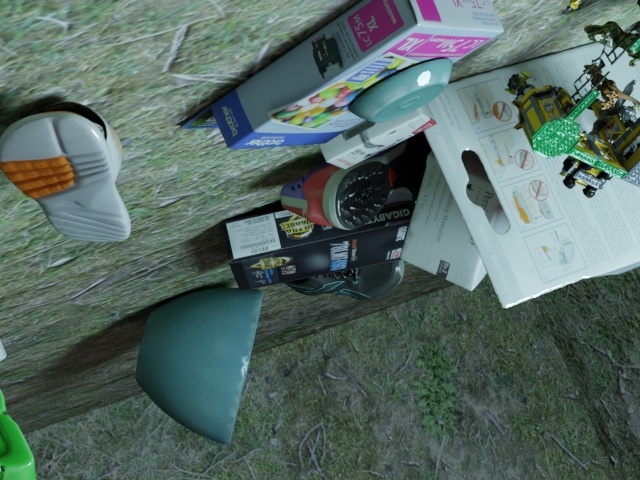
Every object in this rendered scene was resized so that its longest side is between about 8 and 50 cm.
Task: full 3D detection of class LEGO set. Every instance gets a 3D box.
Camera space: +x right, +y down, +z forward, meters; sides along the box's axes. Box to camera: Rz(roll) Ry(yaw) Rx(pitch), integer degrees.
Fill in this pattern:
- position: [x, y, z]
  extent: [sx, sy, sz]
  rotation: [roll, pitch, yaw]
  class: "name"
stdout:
- position: [0.378, -0.234, 1.620]
  extent: [0.255, 0.192, 0.331]
  rotation: [14, 129, -26]
  class: "LEGO set"

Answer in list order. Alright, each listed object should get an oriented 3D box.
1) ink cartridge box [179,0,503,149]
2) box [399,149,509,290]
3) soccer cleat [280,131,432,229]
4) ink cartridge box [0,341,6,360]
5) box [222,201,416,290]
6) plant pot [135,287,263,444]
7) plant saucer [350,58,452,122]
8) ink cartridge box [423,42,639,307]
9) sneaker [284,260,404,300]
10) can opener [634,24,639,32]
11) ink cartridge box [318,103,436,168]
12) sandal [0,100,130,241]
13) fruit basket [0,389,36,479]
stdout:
- position: [0.021, -0.169, 1.400]
  extent: [0.311, 0.065, 0.186]
  rotation: [-27, 170, 33]
  class: "ink cartridge box"
- position: [0.216, -0.060, 1.881]
  extent: [0.182, 0.119, 0.181]
  rotation: [-44, 153, -51]
  class: "box"
- position: [0.074, -0.095, 1.891]
  extent: [0.116, 0.108, 0.318]
  rotation: [8, -158, 35]
  class: "soccer cleat"
- position: [-0.557, 0.173, 1.830]
  extent: [0.160, 0.092, 0.219]
  rotation: [-15, 167, -44]
  class: "ink cartridge box"
- position: [0.000, 0.000, 2.112]
  extent: [0.293, 0.073, 0.295]
  rotation: [-10, 169, -3]
  class: "box"
- position: [-0.229, 0.213, 2.442]
  extent: [0.195, 0.290, 0.290]
  rotation: [12, 168, -2]
  class: "plant pot"
- position: [0.090, -0.153, 1.402]
  extent: [0.119, 0.021, 0.119]
  rotation: [-24, 172, -4]
  class: "plant saucer"
- position: [0.319, -0.090, 1.791]
  extent: [0.385, 0.308, 0.091]
  rotation: [-18, 169, -27]
  class: "ink cartridge box"
- position: [0.031, 0.062, 2.496]
  extent: [0.267, 0.101, 0.106]
  rotation: [-8, 166, 34]
  class: "sneaker"
- position: [0.524, -0.301, 1.863]
  extent: [0.186, 0.059, 0.073]
  rotation: [-20, 171, -18]
  class: "can opener"
- position: [0.066, -0.144, 1.653]
  extent: [0.135, 0.056, 0.099]
  rotation: [-26, 171, 13]
  class: "ink cartridge box"
- position: [-0.235, -0.075, 1.250]
  extent: [0.102, 0.076, 0.265]
  rotation: [0, 159, 1]
  class: "sandal"
- position: [-0.471, 0.225, 1.484]
  extent: [0.283, 0.392, 0.392]
  rotation: [-17, 169, -35]
  class: "fruit basket"
